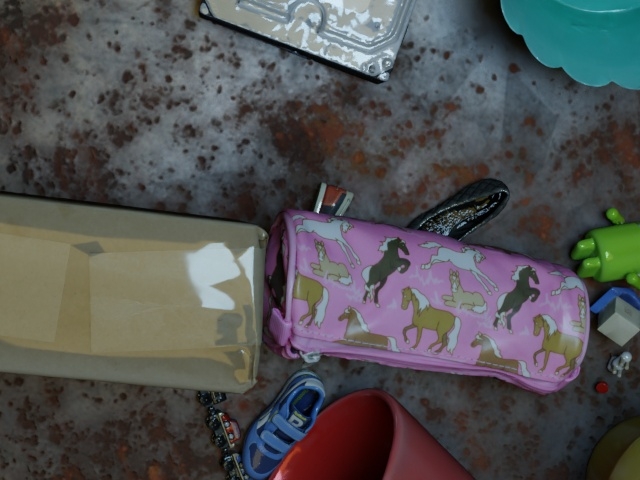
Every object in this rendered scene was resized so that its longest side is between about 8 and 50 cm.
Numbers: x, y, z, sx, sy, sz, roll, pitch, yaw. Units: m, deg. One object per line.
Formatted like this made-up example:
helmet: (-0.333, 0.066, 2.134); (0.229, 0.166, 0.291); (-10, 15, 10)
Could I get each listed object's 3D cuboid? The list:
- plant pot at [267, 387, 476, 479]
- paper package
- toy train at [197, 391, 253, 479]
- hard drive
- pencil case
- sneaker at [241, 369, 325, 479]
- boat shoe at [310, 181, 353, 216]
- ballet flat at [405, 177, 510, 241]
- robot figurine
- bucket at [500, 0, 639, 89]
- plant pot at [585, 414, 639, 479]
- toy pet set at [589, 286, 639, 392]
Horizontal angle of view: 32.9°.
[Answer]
plant pot: (0.084, 0.344, 1.227); (0.243, 0.275, 0.275); (36, 90, -18)
paper package: (-0.234, 0.043, 1.126); (0.324, 0.309, 0.168); (6, 91, -9)
toy train: (-0.114, 0.228, 1.300); (0.036, 0.027, 0.158); (-20, 96, -18)
hard drive: (0.023, -0.378, 1.249); (0.236, 0.064, 0.339); (20, 93, -8)
pencil case: (0.115, 0.074, 1.216); (0.386, 0.160, 0.167); (10, 97, -20)
sneaker: (-0.043, 0.219, 1.283); (0.053, 0.059, 0.144); (34, 83, -17)
boat shoe: (0.000, 0.000, 1.285); (0.043, 0.049, 0.137); (18, 87, -10)
ballet flat: (0.152, -0.017, 1.300); (0.173, 0.049, 0.057); (-39, 98, -2)
robot figurine: (0.366, 0.014, 1.320); (0.115, 0.067, 0.101); (-9, 64, -6)
bucket: (0.330, -0.320, 1.183); (0.281, 0.183, 0.281); (4, 125, 6)
plant pot: (0.430, 0.308, 1.266); (0.254, 0.239, 0.254); (-1, 95, -6)
toy pet set: (0.339, 0.107, 1.341); (0.122, 0.065, 0.114); (35, 125, -6)
